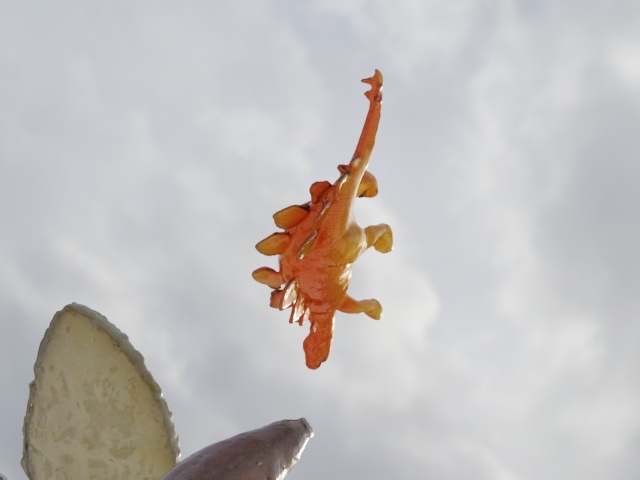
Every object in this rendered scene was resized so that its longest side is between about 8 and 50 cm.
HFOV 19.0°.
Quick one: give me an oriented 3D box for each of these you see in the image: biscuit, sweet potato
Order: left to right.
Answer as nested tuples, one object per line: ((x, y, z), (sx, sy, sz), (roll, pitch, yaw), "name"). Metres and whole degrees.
((-0.200, 0.186, 1.696), (0.188, 0.040, 0.265), (-15, -91, 36), "biscuit")
((-0.077, 0.165, 1.165), (0.055, 0.202, 0.058), (55, -38, -8), "sweet potato")

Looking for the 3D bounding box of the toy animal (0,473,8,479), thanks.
((-0.233, 0.173, 1.209), (0.121, 0.094, 0.225), (35, -13, -3), "toy animal")

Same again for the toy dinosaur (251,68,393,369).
((0.000, 0.000, 1.526), (0.070, 0.117, 0.288), (40, -42, 32), "toy dinosaur")
